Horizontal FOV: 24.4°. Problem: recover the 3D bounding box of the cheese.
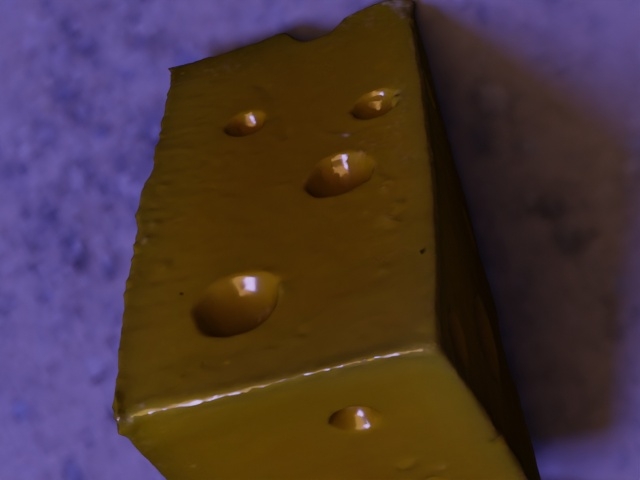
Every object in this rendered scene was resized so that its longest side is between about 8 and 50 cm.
[{"bbox_3d":[0.000,0.000,0.465,0.093,0.126,0.171,-18,54,13],"label":"cheese"}]
